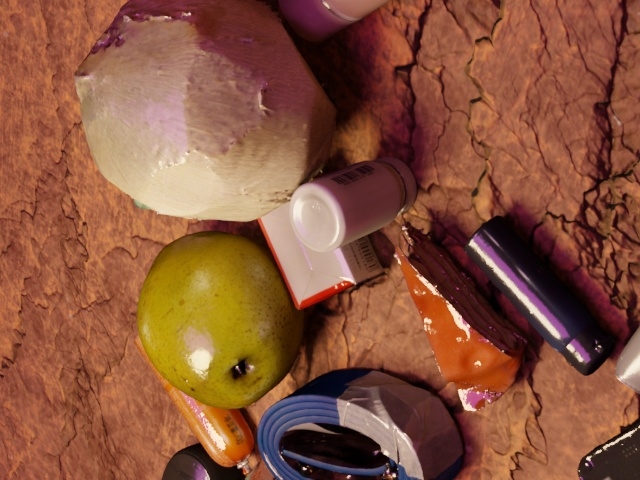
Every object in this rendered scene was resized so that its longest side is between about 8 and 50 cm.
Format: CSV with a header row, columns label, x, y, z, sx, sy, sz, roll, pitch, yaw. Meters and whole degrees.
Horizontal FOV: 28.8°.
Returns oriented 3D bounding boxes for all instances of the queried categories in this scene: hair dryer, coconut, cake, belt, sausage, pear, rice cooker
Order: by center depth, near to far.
label,x,y,z,sx,sy,sz,roll,pitch,yaw
hair dryer,-0.001,-0.471,1.744,0.189,0.106,0.344,-24,84,44
coconut,-0.174,-0.195,1.781,0.346,0.360,0.346,-5,84,53
cake,0.198,0.097,1.784,0.135,0.098,0.287,-28,92,46
belt,0.057,0.320,1.983,0.347,0.117,0.212,0,107,43
pear,-0.155,0.127,1.991,0.294,0.294,0.294,17,117,37
sausage,-0.211,0.283,2.222,0.312,0.093,0.093,54,133,11
rice cooker,-0.218,0.463,2.280,0.142,0.118,0.203,31,124,29

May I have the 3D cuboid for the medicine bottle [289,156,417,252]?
label,x,y,z,sx,sy,sz,roll,pitch,yaw
medicine bottle,0.050,-0.056,1.789,0.103,0.186,0.103,17,118,36

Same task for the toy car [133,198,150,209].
label,x,y,z,sx,sy,sz,roll,pitch,yaw
toy car,-0.293,-0.169,2.070,0.306,0.125,0.136,42,144,49

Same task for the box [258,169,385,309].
label,x,y,z,sx,sy,sz,roll,pitch,yaw
box,0.000,0.000,1.919,0.133,0.099,0.182,-27,86,39

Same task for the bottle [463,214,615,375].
label,x,y,z,sx,sy,sz,roll,pitch,yaw
bottle,0.298,0.077,1.699,0.244,0.072,0.082,48,143,17

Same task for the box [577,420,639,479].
label,x,y,z,sx,sy,sz,roll,pitch,yaw
box,0.511,0.394,1.645,0.350,0.058,0.211,55,134,11

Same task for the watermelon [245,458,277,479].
label,x,y,z,sx,sy,sz,roll,pitch,yaw
watermelon,-0.096,0.435,2.143,0.136,0.207,0.202,-7,85,17

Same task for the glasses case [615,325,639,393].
label,x,y,z,sx,sy,sz,roll,pitch,yaw
glasses case,0.492,0.085,1.524,0.128,0.083,0.308,42,130,14
